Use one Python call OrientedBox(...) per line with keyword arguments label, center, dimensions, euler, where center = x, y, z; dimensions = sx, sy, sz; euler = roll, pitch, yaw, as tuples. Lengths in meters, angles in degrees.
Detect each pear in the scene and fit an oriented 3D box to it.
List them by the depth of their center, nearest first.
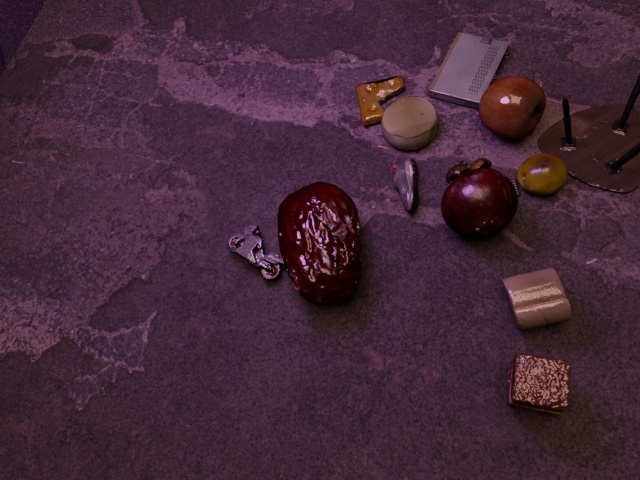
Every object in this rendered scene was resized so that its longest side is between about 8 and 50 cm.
OrientedBox(label="pear", center=(0.666, -0.206, 1.539), dimensions=(0.141, 0.104, 0.141), euler=(-3, 66, 7))

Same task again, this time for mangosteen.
OrientedBox(label="mangosteen", center=(0.453, -0.136, 1.500), dimensions=(0.215, 0.215, 0.257), euler=(-11, 59, 8))

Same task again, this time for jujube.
OrientedBox(label="jujube", center=(0.000, 0.000, 1.541), dimensions=(0.258, 0.258, 0.377), euler=(-12, 58, 8))

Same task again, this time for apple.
OrientedBox(label="apple", center=(0.590, -0.414, 1.596), dimensions=(0.174, 0.188, 0.188), euler=(34, 78, 30))

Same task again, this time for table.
OrientedBox(label="table", center=(0.836, -0.321, 1.464), dimensions=(0.317, 0.249, 0.317), euler=(-5, 66, 11))

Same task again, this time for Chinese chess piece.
OrientedBox(label="Chinese chess piece", center=(0.297, -0.390, 1.717), dimensions=(0.188, 0.083, 0.188), euler=(-6, 63, 11))

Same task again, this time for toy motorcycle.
OrientedBox(label="toy motorcycle", center=(-0.197, 0.033, 1.657), dimensions=(0.215, 0.080, 0.122), euler=(36, 82, 19))

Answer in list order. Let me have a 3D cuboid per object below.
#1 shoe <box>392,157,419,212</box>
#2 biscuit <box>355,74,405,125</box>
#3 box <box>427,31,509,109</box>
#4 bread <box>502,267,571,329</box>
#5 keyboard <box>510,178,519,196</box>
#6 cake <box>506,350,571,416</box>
OrientedBox(label="shoe", center=(0.268, -0.171, 1.639), dimensions=(0.077, 0.074, 0.194), euler=(-7, 63, 23))
OrientedBox(label="biscuit", center=(0.213, -0.490, 1.802), dimensions=(0.174, 0.039, 0.183), euler=(-7, 66, 8))
OrientedBox(label="box", center=(0.513, -0.583, 1.766), dimensions=(0.211, 0.045, 0.270), euler=(21, 73, 20))
OrientedBox(label="bread", center=(0.578, 0.159, 1.386), dimensions=(0.141, 0.134, 0.148), euler=(-14, 53, 12))
OrientedBox(label="keyboard", center=(0.507, -0.149, 1.599), dimensions=(0.204, 0.013, 0.061), euler=(-8, 65, 10))
OrientedBox(label="cake", center=(0.545, 0.364, 1.298), dimensions=(0.135, 0.147, 0.134), euler=(8, 71, 16))
